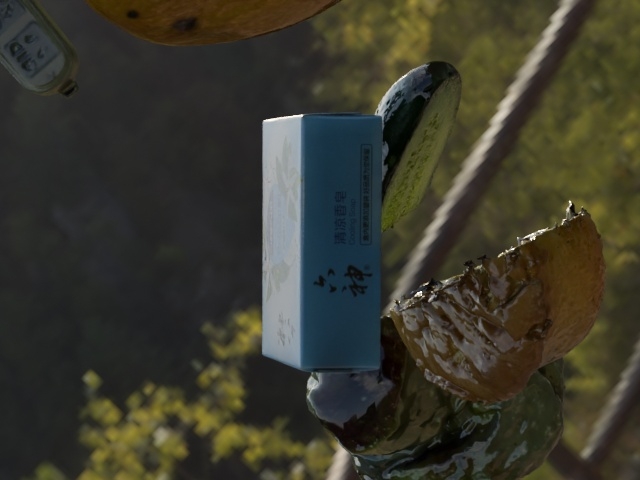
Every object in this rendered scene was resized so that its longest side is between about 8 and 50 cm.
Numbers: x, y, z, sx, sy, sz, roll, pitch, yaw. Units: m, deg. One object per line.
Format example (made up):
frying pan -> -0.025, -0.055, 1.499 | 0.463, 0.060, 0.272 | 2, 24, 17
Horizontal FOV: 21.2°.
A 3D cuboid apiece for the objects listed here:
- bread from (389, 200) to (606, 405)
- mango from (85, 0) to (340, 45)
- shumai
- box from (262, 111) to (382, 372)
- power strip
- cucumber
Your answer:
bread -> 0.185, 0.078, 1.718 | 0.160, 0.147, 0.260 | -23, -6, -34
mango -> -0.029, -0.199, 0.981 | 0.262, 0.157, 0.109 | -26, 31, 19
shumai -> 0.103, 0.150, 2.012 | 0.309, 0.263, 0.304 | -34, 45, 23
box -> 0.000, 0.000, 1.579 | 0.142, 0.083, 0.232 | -173, 84, -73
power strip -> -0.367, -0.270, 1.891 | 0.080, 0.286, 0.048 | -39, 0, 6
cucumber -> 0.080, -0.099, 1.702 | 0.115, 0.063, 0.244 | -41, -16, -35
